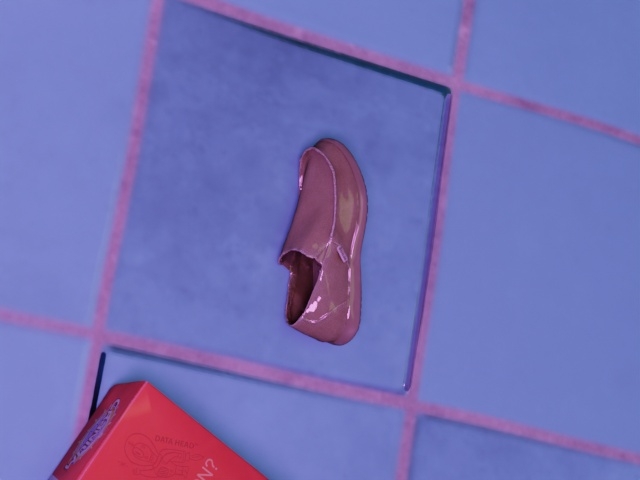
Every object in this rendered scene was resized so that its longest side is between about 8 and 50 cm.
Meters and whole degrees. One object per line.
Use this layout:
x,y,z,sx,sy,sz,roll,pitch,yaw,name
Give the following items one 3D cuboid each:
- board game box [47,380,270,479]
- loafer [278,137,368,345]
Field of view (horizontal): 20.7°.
-0.073,0.282,1.141,0.316,0.064,0.242,41,66,-16,board game box
0.000,0.000,1.230,0.050,0.056,0.148,2,81,-34,loafer
